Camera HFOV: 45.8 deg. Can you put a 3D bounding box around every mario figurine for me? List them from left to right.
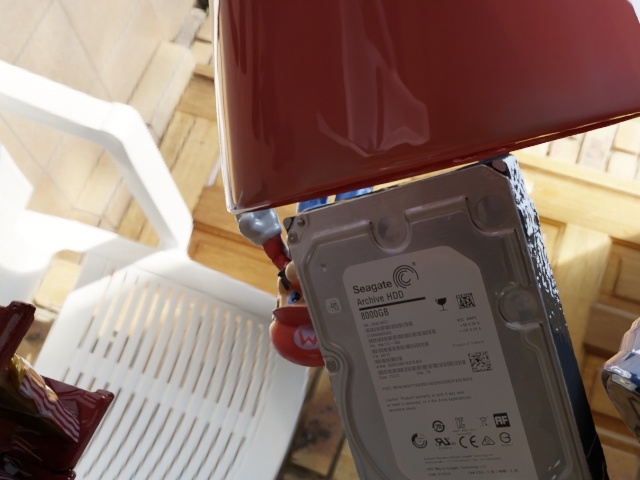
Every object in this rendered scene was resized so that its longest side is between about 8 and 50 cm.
[{"bbox_3d":[0.000,0.000,0.930,0.198,0.170,0.320,-37,-143,44],"label":"mario figurine"}]

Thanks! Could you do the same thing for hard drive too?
[{"bbox_3d":[0.116,0.109,0.723,0.064,0.237,0.338,-23,98,-60],"label":"hard drive"}]

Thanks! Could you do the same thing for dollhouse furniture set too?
[{"bbox_3d":[-0.386,0.107,0.595,0.201,0.374,0.152,88,20,-61],"label":"dollhouse furniture set"}]

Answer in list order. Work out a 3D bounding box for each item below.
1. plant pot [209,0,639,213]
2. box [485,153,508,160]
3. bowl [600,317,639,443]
[{"bbox_3d":[0.051,-0.162,0.460,0.275,0.275,0.243,-19,96,-77],"label":"plant pot"},{"bbox_3d":[0.111,-0.195,0.706,0.169,0.167,0.203,-10,133,-42],"label":"box"},{"bbox_3d":[0.401,0.235,0.667,0.077,0.391,0.391,-39,168,1],"label":"bowl"}]
